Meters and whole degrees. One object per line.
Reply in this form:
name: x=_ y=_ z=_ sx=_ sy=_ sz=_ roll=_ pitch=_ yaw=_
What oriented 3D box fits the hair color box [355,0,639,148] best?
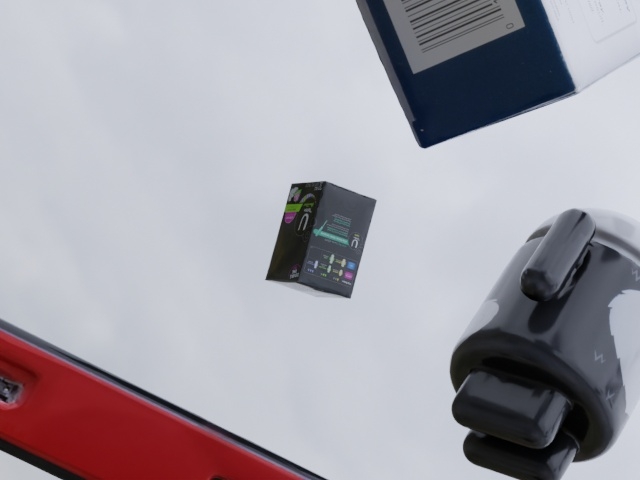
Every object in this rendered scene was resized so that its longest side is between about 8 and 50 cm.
hair color box: x=0.138 y=-0.186 z=0.869 sx=0.105 sy=0.347 sz=0.174 roll=-19 pitch=-84 yaw=31

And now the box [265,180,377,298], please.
box: x=0.000 y=0.000 z=1.079 sx=0.052 sy=0.083 sz=0.062 roll=19 pitch=-8 yaw=-26

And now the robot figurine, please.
robot figurine: x=0.232 y=0.095 z=1.270 sx=0.173 sy=0.278 sz=0.209 roll=38 pitch=-32 yaw=0

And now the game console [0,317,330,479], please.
game console: x=-0.104 y=0.135 z=0.810 sx=0.386 sy=0.060 sz=0.342 roll=28 pitch=-13 yaw=-10
